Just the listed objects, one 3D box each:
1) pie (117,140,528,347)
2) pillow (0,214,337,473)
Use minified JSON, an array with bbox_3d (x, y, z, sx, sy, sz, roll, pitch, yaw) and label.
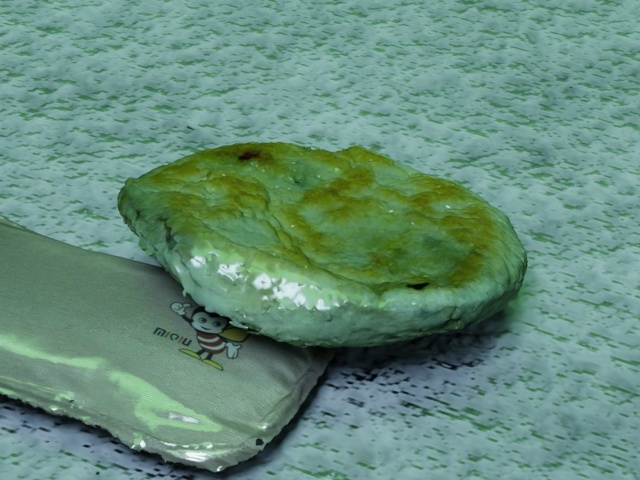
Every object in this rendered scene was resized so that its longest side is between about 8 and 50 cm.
[{"bbox_3d":[0.000,0.000,0.867,0.187,0.041,0.187,8,22,-3],"label":"pie"},{"bbox_3d":[-0.112,0.035,0.842,0.232,0.038,0.131,15,32,13],"label":"pillow"}]
